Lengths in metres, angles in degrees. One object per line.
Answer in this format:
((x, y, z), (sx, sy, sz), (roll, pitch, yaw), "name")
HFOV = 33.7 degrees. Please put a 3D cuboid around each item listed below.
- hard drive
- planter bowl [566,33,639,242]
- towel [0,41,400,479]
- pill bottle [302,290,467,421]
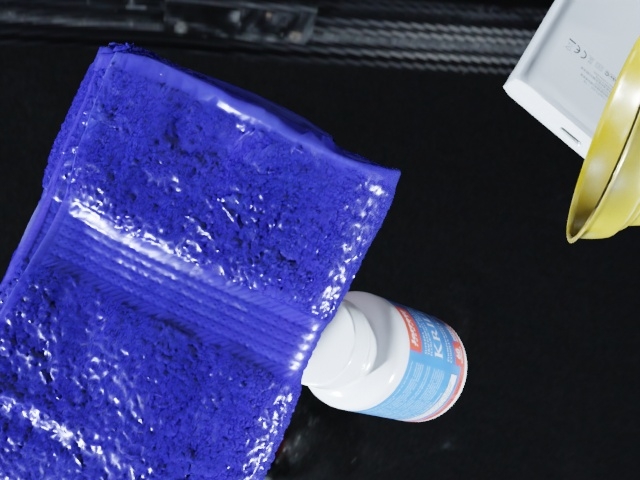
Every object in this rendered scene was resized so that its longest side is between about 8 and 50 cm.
((0.376, -0.242, 1.328), (0.203, 0.040, 0.307), (38, -116, -10), "hard drive")
((0.301, -0.085, 0.937), (0.090, 0.217, 0.217), (20, -121, 5), "planter bowl")
((-0.112, 0.044, 0.673), (0.228, 0.076, 0.308), (25, -88, 18), "towel")
((0.055, 0.121, 1.111), (0.124, 0.221, 0.124), (-9, -107, 31), "pill bottle")
